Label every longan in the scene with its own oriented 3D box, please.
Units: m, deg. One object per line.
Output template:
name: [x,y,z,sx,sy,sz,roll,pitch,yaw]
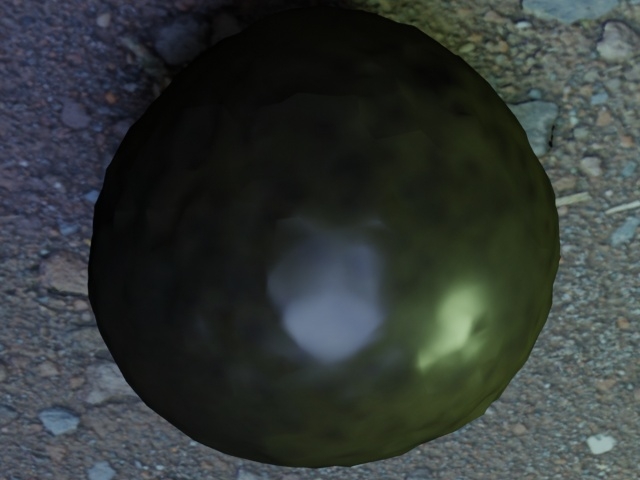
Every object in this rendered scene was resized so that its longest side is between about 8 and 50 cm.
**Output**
longan: [0.000,0.000,1.483,0.391,0.391,0.391,0,133,0]
